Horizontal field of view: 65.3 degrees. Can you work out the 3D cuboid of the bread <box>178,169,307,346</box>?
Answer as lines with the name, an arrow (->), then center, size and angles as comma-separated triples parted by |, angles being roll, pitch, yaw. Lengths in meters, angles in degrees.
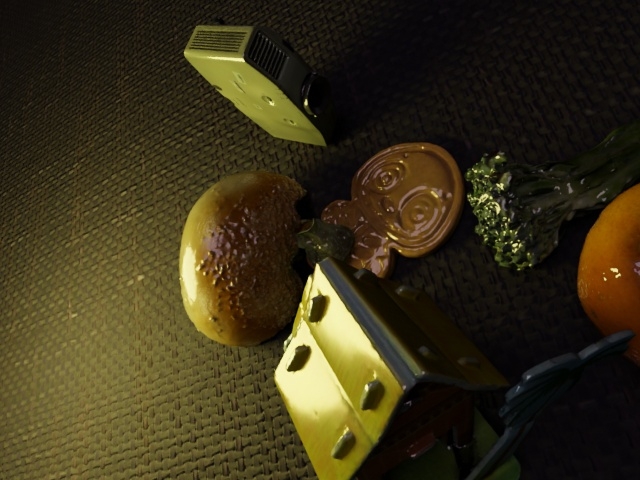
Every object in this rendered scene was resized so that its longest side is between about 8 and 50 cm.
bread -> -0.126, 0.012, 0.816 | 0.171, 0.192, 0.314 | 7, 75, 33

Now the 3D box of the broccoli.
broccoli -> 0.337, -0.084, 0.639 | 0.303, 0.145, 0.165 | -26, 64, 4

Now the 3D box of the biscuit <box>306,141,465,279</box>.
biscuit -> 0.097, -0.037, 0.802 | 0.288, 0.044, 0.202 | -37, 58, 10

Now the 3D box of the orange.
orange -> 0.391, 0.036, 0.525 | 0.223, 0.170, 0.224 | -11, 67, 28

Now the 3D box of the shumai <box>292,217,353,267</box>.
shumai -> 0.000, 0.000, 0.768 | 0.083, 0.080, 0.082 | -28, 63, 23

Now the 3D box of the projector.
projector -> -0.075, -0.259, 0.845 | 0.193, 0.269, 0.088 | 18, 81, 33

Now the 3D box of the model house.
model house -> 0.109, 0.108, 0.559 | 0.340, 0.324, 0.300 | -30, 50, -8
